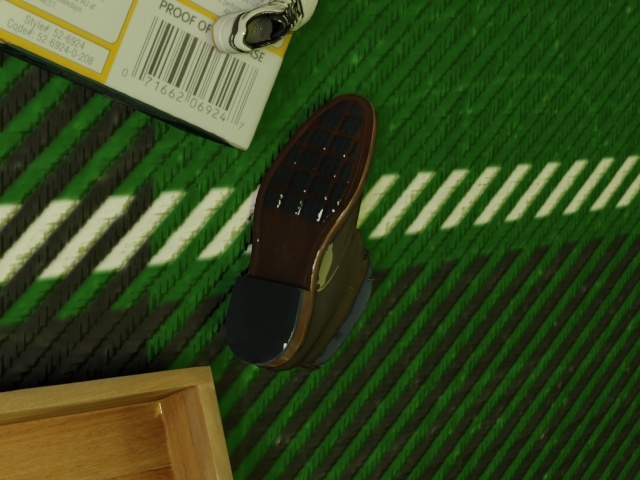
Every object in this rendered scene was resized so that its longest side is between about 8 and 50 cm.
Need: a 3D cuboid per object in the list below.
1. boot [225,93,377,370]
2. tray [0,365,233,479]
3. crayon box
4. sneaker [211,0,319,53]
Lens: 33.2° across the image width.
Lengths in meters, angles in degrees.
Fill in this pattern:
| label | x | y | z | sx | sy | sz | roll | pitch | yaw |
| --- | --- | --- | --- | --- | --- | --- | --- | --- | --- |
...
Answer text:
| label | x | y | z | sx | sy | sz | roll | pitch | yaw |
| --- | --- | --- | --- | --- | --- | --- | --- | --- | --- |
| boot | 0.000 | 0.000 | 0.838 | 0.219 | 0.082 | 0.106 | -67 | 153 | -7 |
| tray | -0.237 | 0.202 | 0.637 | 0.411 | 0.076 | 0.202 | -2 | 74 | -39 |
| crayon box | -0.082 | -0.244 | 0.673 | 0.203 | 0.083 | 0.322 | 22 | 90 | -41 |
| sneaker | -0.027 | -0.137 | 0.673 | 0.083 | 0.037 | 0.031 | -35 | 122 | -28 |
